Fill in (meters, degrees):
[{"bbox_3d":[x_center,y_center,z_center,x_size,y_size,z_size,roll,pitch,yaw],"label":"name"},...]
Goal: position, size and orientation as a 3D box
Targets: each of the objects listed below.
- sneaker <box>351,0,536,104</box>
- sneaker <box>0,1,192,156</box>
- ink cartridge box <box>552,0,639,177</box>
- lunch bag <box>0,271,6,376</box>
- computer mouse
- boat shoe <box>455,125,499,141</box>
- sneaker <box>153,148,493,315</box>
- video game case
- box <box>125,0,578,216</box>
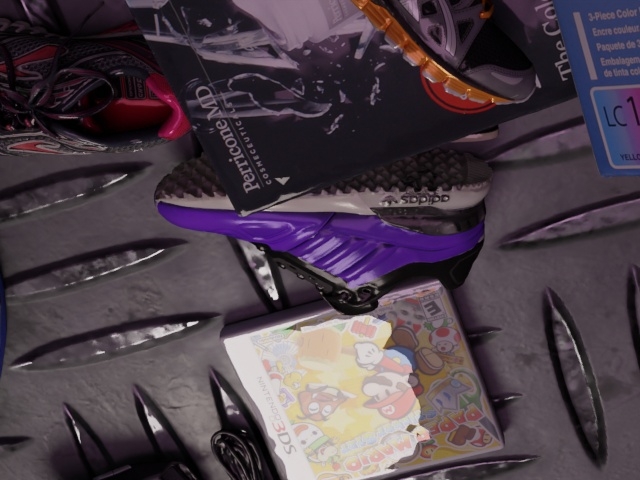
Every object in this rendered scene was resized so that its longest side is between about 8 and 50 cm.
[{"bbox_3d":[0.063,-0.168,0.725,0.215,0.084,0.083,40,110,-14],"label":"sneaker"},{"bbox_3d":[-0.233,-0.125,0.966,0.299,0.112,0.120,-7,117,11],"label":"sneaker"},{"bbox_3d":[0.248,-0.269,0.717,0.151,0.270,0.395,-1,117,47],"label":"ink cartridge box"},{"bbox_3d":[-0.424,0.143,1.013,0.239,0.327,0.385,18,120,-5],"label":"lunch bag"},{"bbox_3d":[-0.161,0.305,1.222,0.262,0.060,0.184,-24,109,5],"label":"computer mouse"},{"bbox_3d":[0.084,-0.103,0.980,0.133,0.049,0.042,-6,112,7],"label":"boat shoe"},{"bbox_3d":[0.000,0.000,1.012,0.294,0.102,0.146,2,119,5],"label":"sneaker"},{"bbox_3d":[0.043,0.145,1.129,0.227,0.026,0.206,-16,115,14],"label":"video game case"},{"bbox_3d":[0.018,-0.239,0.838,0.313,0.179,0.343,-19,114,17],"label":"box"}]
